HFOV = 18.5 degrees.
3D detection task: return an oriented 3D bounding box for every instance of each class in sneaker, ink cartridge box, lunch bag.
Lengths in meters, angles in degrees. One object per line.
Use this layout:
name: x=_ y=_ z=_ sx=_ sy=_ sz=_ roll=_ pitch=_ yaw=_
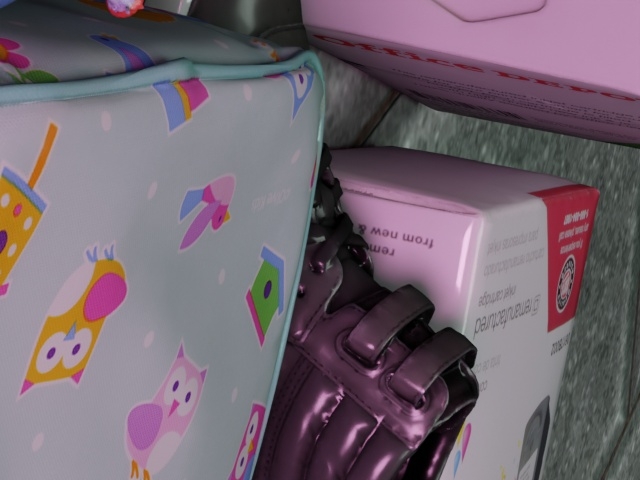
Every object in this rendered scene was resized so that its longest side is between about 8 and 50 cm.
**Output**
sneaker: x=0.000 y=0.000 z=0.781 sx=0.104 sy=0.147 sz=0.296 roll=-22 pitch=121 yaw=-65
ink cartridge box: x=0.027 y=0.114 z=0.952 sx=0.226 sy=0.131 sz=0.306 roll=-14 pitch=114 yaw=-69
lunch bag: x=-0.103 y=0.041 z=0.574 sx=0.279 sy=0.108 sz=0.224 roll=-19 pitch=125 yaw=-66
ink cartridge box: x=0.120 y=-0.121 z=0.942 sx=0.289 sy=0.211 sz=0.121 roll=13 pitch=90 yaw=-71

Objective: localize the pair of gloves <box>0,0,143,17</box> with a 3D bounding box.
pair of gloves: x=-0.096 y=-0.143 z=0.516 sx=0.159 sy=0.023 sz=0.198 roll=29 pitch=50 yaw=-63
